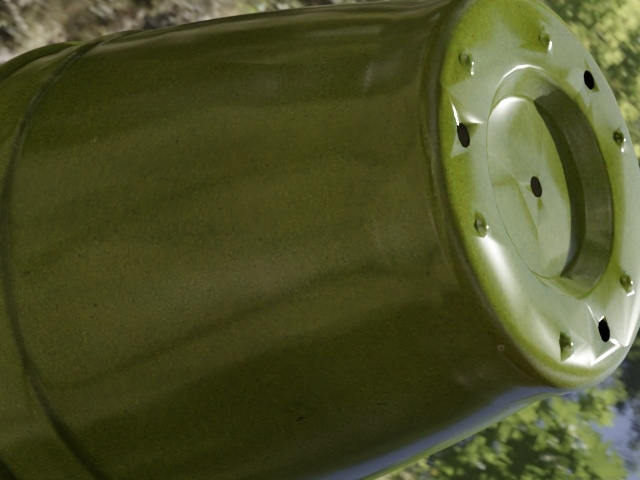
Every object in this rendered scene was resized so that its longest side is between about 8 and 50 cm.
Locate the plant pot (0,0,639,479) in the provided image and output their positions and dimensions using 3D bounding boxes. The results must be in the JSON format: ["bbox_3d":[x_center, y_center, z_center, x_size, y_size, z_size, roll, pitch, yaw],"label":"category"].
[{"bbox_3d":[0.000,0.000,0.960,0.353,0.366,0.366,-16,-116,38],"label":"plant pot"}]
